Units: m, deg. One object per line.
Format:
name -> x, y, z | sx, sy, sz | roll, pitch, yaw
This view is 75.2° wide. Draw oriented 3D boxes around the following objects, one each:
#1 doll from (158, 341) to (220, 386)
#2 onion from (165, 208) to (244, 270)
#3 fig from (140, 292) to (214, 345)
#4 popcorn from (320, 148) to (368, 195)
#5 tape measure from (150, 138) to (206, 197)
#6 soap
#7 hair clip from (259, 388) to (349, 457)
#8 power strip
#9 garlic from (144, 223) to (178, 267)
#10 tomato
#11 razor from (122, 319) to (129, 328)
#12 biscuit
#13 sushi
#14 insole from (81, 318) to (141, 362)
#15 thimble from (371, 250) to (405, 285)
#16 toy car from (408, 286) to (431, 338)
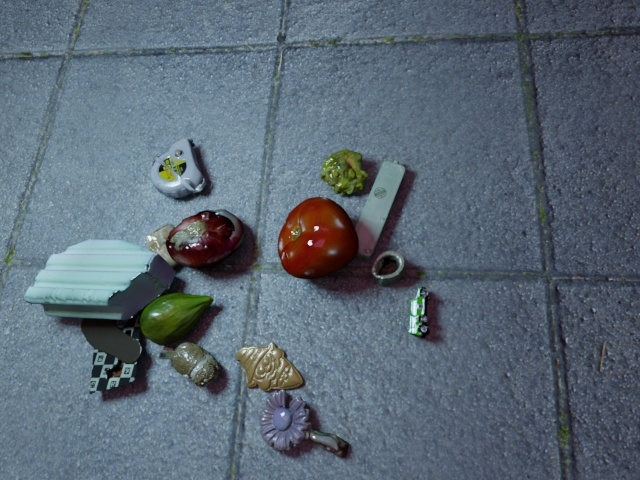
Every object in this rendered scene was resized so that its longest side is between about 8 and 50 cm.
doll -> -0.432, 0.400, 1.387 | 0.221, 0.105, 0.115 | 23, 118, 21
onion -> -0.401, 0.014, 1.483 | 0.271, 0.195, 0.272 | -3, 36, 2
fig -> -0.498, 0.246, 1.417 | 0.167, 0.167, 0.233 | 36, 64, 17
popcorn -> 0.093, -0.247, 1.514 | 0.173, 0.142, 0.174 | 4, 50, -5
tape measure -> -0.554, -0.262, 1.604 | 0.197, 0.120, 0.236 | -21, 66, -6
soap -> -0.746, 0.133, 1.438 | 0.445, 0.156, 0.262 | -2, 49, 17
hair clip -> -0.054, 0.589, 1.292 | 0.300, 0.069, 0.173 | 19, 76, 13
power strip -> 0.208, -0.120, 1.488 | 0.091, 0.062, 0.386 | 20, 77, 14
garlic -> -0.571, 0.022, 1.537 | 0.123, 0.099, 0.175 | -21, 74, -20
tomato -> 0.000, 0.000, 1.377 | 0.226, 0.298, 0.299 | 22, 72, -28
razor -> -0.718, 0.227, 1.503 | 0.190, 0.033, 0.066 | 50, 122, 32
biscuit -> -0.172, 0.425, 1.383 | 0.249, 0.035, 0.163 | 19, 80, 11
sushi -> -0.700, 0.380, 1.454 | 0.192, 0.043, 0.280 | -20, 56, 8
insole -> -0.740, 0.340, 1.456 | 0.327, 0.007, 0.111 | 19, 76, 28
thimble -> 0.228, 0.093, 1.402 | 0.102, 0.090, 0.115 | 37, 79, 17
toy car -> 0.325, 0.234, 1.357 | 0.062, 0.071, 0.165 | 0, 72, 22
